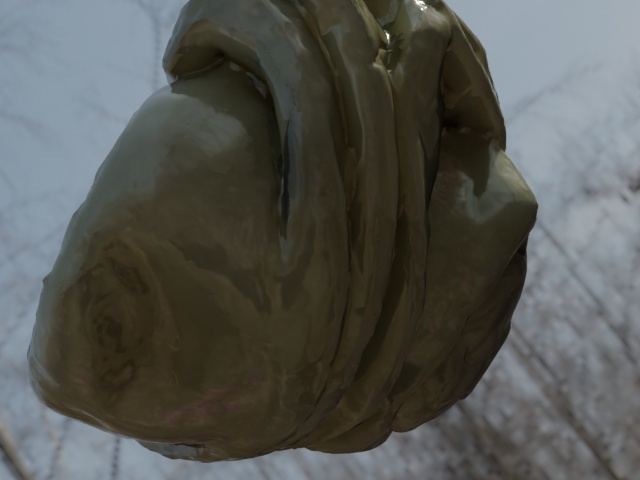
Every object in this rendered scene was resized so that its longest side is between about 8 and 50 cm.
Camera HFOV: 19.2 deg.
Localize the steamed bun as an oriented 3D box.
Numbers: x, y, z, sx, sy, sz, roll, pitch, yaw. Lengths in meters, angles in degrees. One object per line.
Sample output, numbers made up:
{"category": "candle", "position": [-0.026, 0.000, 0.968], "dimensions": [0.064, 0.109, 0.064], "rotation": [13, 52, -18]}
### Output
{"category": "steamed bun", "position": [0.000, 0.000, 0.927], "dimensions": [0.280, 0.207, 0.268], "rotation": [46, -111, -87]}
